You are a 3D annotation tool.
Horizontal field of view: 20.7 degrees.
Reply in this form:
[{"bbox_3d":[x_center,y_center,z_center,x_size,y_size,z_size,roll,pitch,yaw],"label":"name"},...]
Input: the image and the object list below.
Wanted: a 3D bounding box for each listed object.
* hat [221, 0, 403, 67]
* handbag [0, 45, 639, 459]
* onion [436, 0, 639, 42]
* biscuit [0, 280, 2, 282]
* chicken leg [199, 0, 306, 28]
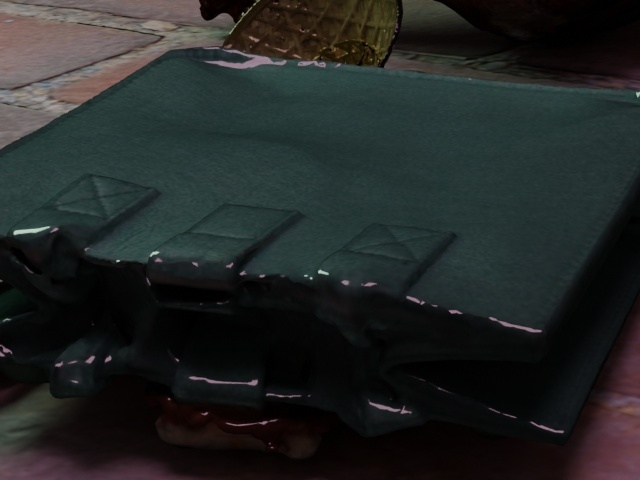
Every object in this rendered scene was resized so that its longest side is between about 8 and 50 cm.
[{"bbox_3d":[0.005,-0.094,1.056,0.146,0.067,0.146,-24,45,26],"label":"hat"},{"bbox_3d":[0.001,0.004,0.743,0.268,0.100,0.274,7,23,17],"label":"handbag"},{"bbox_3d":[0.072,-0.321,1.219,0.420,0.398,0.398,-5,19,14],"label":"onion"},{"bbox_3d":[-0.191,0.038,0.779,0.152,0.020,0.152,-5,20,2],"label":"biscuit"},{"bbox_3d":[-0.047,-0.195,1.341,0.089,0.048,0.219,-1,20,-1],"label":"chicken leg"}]
